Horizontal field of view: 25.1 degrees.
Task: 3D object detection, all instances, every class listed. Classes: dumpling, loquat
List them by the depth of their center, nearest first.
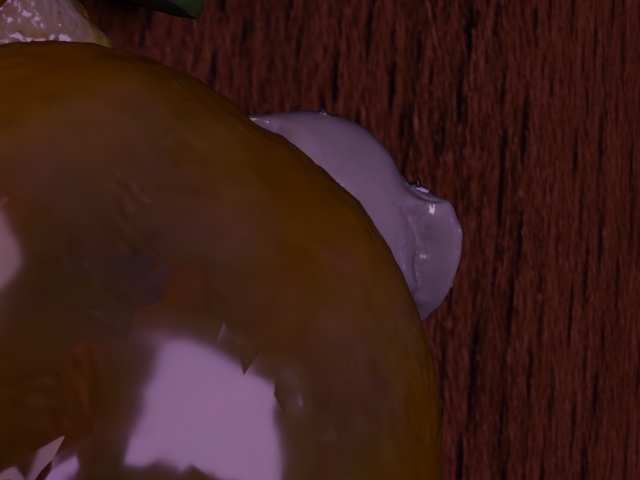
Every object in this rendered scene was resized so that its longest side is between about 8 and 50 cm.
[{"bbox_3d":[-0.110,0.085,0.575,0.359,0.328,0.328,-109,178,-78],"label":"loquat"},{"bbox_3d":[0.000,0.000,0.857,0.176,0.092,0.150,27,77,-47],"label":"dumpling"}]

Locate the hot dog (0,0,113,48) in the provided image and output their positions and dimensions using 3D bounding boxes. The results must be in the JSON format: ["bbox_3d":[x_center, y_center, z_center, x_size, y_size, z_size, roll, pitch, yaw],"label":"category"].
[{"bbox_3d":[-0.198,-0.117,0.658,0.261,0.093,0.123,49,55,-10],"label":"hot dog"}]

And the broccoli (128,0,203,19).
[{"bbox_3d":[-0.051,-0.252,0.771,0.269,0.254,0.269,-3,102,-16],"label":"broccoli"}]
